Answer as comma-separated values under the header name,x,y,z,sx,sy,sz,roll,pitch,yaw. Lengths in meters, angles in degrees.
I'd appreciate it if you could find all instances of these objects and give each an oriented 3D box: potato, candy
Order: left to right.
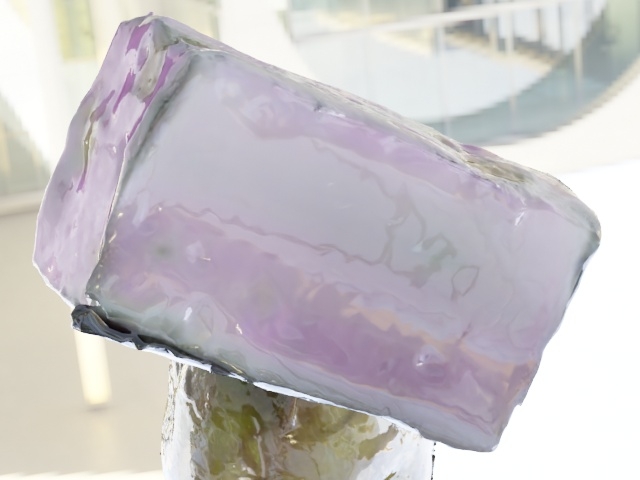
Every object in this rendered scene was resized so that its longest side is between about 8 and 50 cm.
name,x,y,z,sx,sy,sz,roll,pitch,yaw
potato,-0.038,0.159,1.538,0.301,0.237,0.288,-35,-115,-6
candy,0.000,0.000,0.880,0.265,0.155,0.116,20,-173,-25
